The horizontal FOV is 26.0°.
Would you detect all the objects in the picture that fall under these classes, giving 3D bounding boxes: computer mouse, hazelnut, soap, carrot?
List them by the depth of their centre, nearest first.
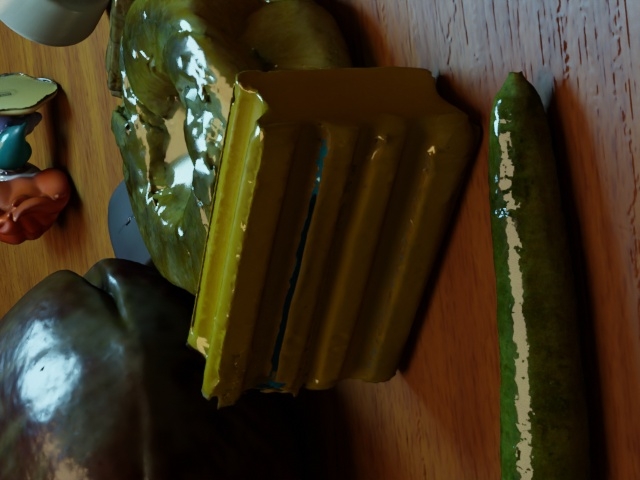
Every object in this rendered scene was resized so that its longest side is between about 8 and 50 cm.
[{"bbox_3d":[0.170,0.046,1.095,0.074,0.074,0.359,6,102,60],"label":"carrot"},{"bbox_3d":[0.000,0.001,1.249,0.096,0.204,0.324,-116,31,-44],"label":"soap"},{"bbox_3d":[-0.195,0.240,1.521,0.402,0.402,0.429,110,152,-43],"label":"hazelnut"},{"bbox_3d":[-0.238,-0.018,1.819,0.232,0.057,0.120,-41,65,59],"label":"computer mouse"}]

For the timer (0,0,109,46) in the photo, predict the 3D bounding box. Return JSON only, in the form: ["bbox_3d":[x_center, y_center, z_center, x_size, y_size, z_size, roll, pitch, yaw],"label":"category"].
[{"bbox_3d":[-0.293,-0.383,1.730,0.266,0.175,0.175,-36,67,42],"label":"timer"}]

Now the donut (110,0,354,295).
[{"bbox_3d":[-0.092,-0.111,1.411,0.360,0.170,0.360,32,126,58],"label":"donut"}]

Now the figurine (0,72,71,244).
[{"bbox_3d":[-0.470,-0.102,2.100,0.208,0.181,0.257,14,123,28],"label":"figurine"}]

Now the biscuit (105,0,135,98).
[{"bbox_3d":[-0.218,-0.264,1.603,0.320,0.047,0.183,171,108,-84],"label":"biscuit"}]
